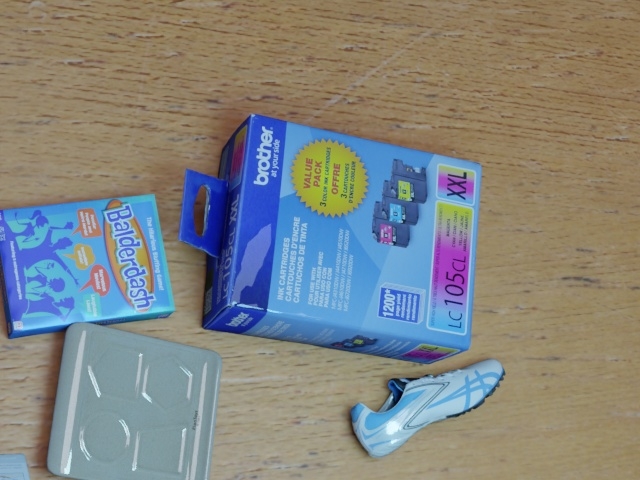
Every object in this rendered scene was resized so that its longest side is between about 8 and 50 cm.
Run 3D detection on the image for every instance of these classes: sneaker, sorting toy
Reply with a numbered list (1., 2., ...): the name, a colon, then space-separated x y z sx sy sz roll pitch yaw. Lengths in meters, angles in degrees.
1. sneaker: 0.147 0.207 1.947 0.237 0.085 0.086 -25 89 -25
2. sorting toy: -0.232 0.214 1.823 0.208 0.038 0.193 14 70 -25

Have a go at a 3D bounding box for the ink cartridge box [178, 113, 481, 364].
1. ink cartridge box: 0.000 0.000 1.922 0.395 0.151 0.270 10 72 -15

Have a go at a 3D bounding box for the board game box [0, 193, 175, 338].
1. board game box: -0.303 0.031 1.856 0.210 0.047 0.160 -8 78 -22

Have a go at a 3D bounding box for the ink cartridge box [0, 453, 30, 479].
1. ink cartridge box: -0.418 0.333 1.671 0.189 0.232 0.066 2 111 -20
